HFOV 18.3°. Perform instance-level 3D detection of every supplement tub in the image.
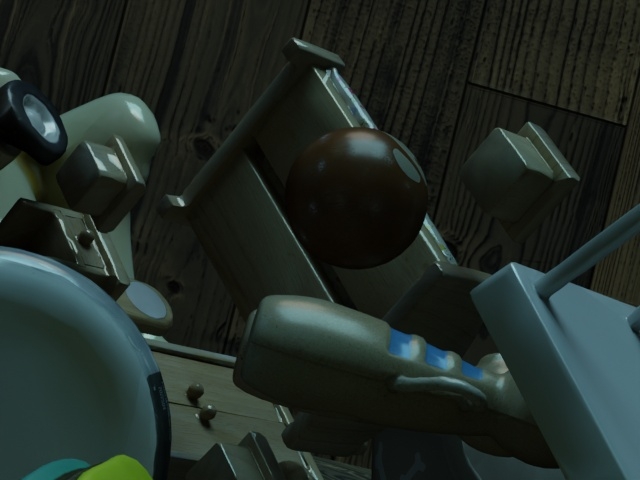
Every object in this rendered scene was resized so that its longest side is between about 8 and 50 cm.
[{"bbox_3d":[-0.109,0.062,0.667,0.117,0.117,0.190,14,-4,-5],"label":"supplement tub"}]

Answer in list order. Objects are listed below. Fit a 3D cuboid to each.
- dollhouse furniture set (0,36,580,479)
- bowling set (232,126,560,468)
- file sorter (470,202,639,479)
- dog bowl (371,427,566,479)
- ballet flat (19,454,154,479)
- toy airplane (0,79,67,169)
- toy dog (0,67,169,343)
[{"bbox_3d":[0.000,0.000,1.193,0.174,0.355,0.303,17,34,-45],"label":"dollhouse furniture set"},{"bbox_3d":[0.044,0.068,0.718,0.154,0.199,0.287,15,0,-3],"label":"bowling set"},{"bbox_3d":[0.221,0.070,0.658,0.278,0.173,0.193,18,38,-52],"label":"file sorter"},{"bbox_3d":[0.196,0.204,1.471,0.349,0.102,0.349,13,-3,1],"label":"dog bowl"},{"bbox_3d":[-0.037,0.085,0.379,0.077,0.077,0.231,30,-6,-1],"label":"ballet flat"},{"bbox_3d":[-0.320,-0.084,1.134,0.272,0.386,0.384,56,-25,-10],"label":"toy airplane"},{"bbox_3d":[-0.354,-0.012,1.512,0.395,0.284,0.408,-4,-12,29],"label":"toy dog"}]
